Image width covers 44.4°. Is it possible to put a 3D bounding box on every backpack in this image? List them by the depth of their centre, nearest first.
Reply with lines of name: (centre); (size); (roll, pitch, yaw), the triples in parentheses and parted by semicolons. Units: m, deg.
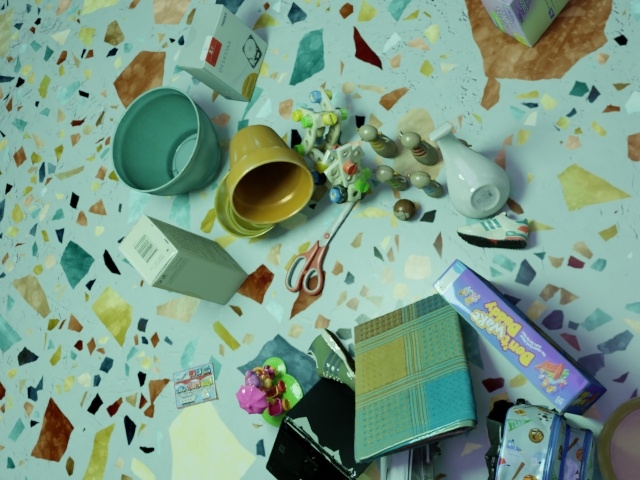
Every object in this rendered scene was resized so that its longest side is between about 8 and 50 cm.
backpack: (0.412, 0.440, 1.501); (0.213, 0.263, 0.277); (0, 76, 28)

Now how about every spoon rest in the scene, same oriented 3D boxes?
spoon rest: (0.321, -0.156, 1.722); (0.137, 0.276, 0.084); (-33, 33, 11)

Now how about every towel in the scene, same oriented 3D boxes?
towel: (0.194, 0.287, 1.696); (0.271, 0.040, 0.370); (-24, 38, 21)

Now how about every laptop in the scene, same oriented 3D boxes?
laptop: (0.024, 0.490, 1.839); (0.234, 0.136, 0.264); (35, 120, 31)

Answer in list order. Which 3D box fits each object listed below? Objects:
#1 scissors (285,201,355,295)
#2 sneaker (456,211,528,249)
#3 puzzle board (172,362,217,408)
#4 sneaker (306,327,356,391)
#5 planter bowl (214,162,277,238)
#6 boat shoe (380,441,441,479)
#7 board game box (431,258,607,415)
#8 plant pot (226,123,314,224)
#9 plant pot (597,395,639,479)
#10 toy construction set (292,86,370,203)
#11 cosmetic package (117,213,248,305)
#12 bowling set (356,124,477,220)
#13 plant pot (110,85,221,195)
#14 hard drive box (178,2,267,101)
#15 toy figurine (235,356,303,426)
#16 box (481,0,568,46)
scissors: (0.000, 0.000, 1.973); (0.109, 0.021, 0.297); (21, 89, 32)
sneaker: (0.390, -0.027, 1.762); (0.161, 0.057, 0.075); (6, 65, 30)
puzzle board: (-0.332, 0.381, 2.056); (0.128, 0.011, 0.096); (-19, 69, 23)
sneaker: (0.035, 0.303, 1.852); (0.086, 0.064, 0.192); (-43, 55, 10)
planter bowl: (-0.160, -0.098, 2.040); (0.217, 0.090, 0.217); (-7, 72, 21)
boat shoe: (0.200, 0.456, 1.699); (0.119, 0.121, 0.335); (14, 61, -11)
board game box: (0.403, 0.198, 1.587); (0.078, 0.233, 0.347); (-49, 60, 8)
plant pot: (-0.139, -0.176, 1.908); (0.205, 0.205, 0.188); (-36, 47, 15)
plant pot: (0.658, 0.416, 1.511); (0.236, 0.032, 0.236); (-7, 73, 25)
toy construction set: (0.036, -0.214, 1.892); (0.328, 0.151, 0.215); (-118, 29, -53)
cosmetic package: (-0.339, 0.054, 1.973); (0.160, 0.309, 0.113); (43, 98, 30)
bowling set: (0.213, -0.152, 1.823); (0.287, 0.154, 0.200); (8, 80, 30)
plant pot: (-0.395, -0.246, 2.145); (0.293, 0.196, 0.293); (-8, 73, 26)
hard drive box: (-0.260, -0.503, 2.120); (0.089, 0.232, 0.181); (13, 84, 30)
toy figurine: (-0.138, 0.355, 1.875); (0.130, 0.159, 0.173); (-22, 67, 22)
box: (0.483, -0.600, 1.762); (0.117, 0.213, 0.243); (42, 98, 29)
